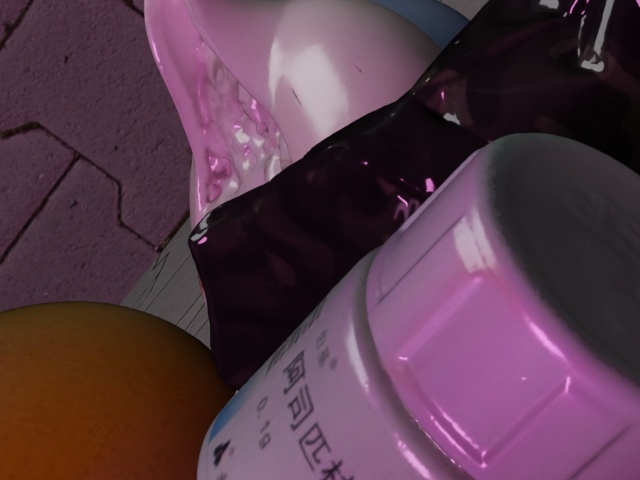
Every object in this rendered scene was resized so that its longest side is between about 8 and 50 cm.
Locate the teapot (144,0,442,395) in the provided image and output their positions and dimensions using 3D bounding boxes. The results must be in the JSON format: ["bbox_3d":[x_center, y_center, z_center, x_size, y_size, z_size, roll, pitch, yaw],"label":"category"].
[{"bbox_3d":[0.000,0.000,0.932,0.139,0.298,0.204,-5,-13,-30],"label":"teapot"}]

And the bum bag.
[{"bbox_3d":[0.095,-0.052,0.749,0.340,0.095,0.144,-38,-35,4],"label":"bum bag"}]

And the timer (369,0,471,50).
[{"bbox_3d":[0.081,-0.062,1.110,0.175,0.255,0.175,177,90,-78],"label":"timer"}]

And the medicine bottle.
[{"bbox_3d":[0.052,0.060,0.673,0.168,0.135,0.135,-47,10,32],"label":"medicine bottle"}]

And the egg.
[{"bbox_3d":[-0.164,0.173,1.004,0.322,0.250,0.250,-48,6,-18],"label":"egg"}]
